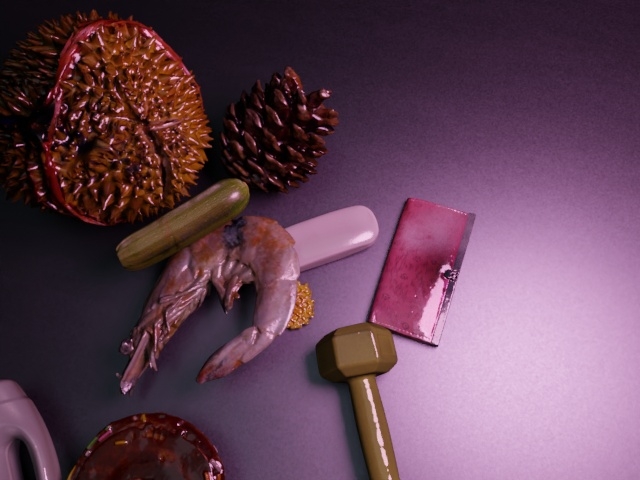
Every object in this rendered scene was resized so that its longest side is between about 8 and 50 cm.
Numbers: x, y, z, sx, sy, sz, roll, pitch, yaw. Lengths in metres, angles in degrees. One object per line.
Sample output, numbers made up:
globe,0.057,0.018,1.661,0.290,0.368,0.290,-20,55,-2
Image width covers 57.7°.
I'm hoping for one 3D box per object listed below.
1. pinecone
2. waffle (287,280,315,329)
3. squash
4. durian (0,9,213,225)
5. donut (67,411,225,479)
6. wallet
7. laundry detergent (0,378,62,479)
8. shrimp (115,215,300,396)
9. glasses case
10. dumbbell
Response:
pinecone,-0.073,-0.180,0.957,0.184,0.179,0.204,32,107,10
waffle,-0.048,0.105,0.950,0.078,0.016,0.085,-22,70,-2
squash,-0.213,-0.026,0.916,0.229,0.066,0.066,-30,70,-5
durian,-0.354,-0.185,0.927,0.384,0.347,0.348,22,74,10
donut,-0.243,0.368,0.834,0.235,0.089,0.235,-1,70,4
wallet,0.166,0.045,0.948,0.119,0.025,0.232,16,72,11
laundry detergent,-0.462,0.425,0.817,0.264,0.125,0.398,-34,72,-8
shrimp,-0.175,0.111,0.903,0.360,0.085,0.247,-47,58,-9
glasses case,0.000,0.000,0.964,0.197,0.049,0.076,-20,69,1
dumbbell,0.076,0.272,0.830,0.108,0.121,0.302,-24,67,28
